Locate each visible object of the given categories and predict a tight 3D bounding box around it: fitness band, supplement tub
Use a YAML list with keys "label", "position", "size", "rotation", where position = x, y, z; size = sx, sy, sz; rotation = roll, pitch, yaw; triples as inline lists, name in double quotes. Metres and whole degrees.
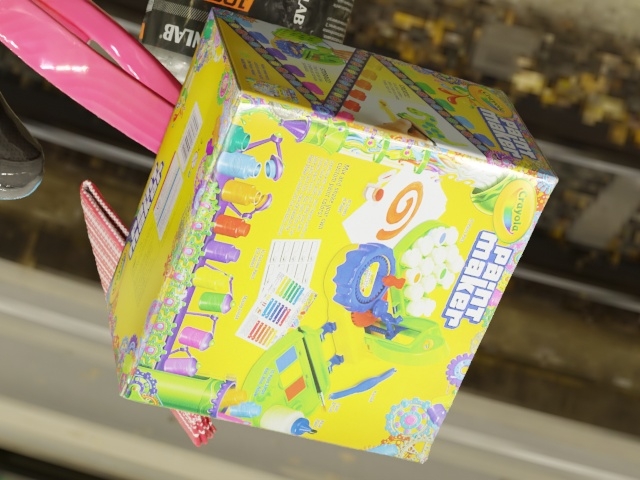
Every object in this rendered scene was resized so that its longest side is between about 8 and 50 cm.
- label: "fitness band"
  position: [-0.208, -0.164, 1.647]
  size: [0.209, 0.054, 0.291]
  rotation: [49, -170, 36]
- label: "supplement tub"
  position: [-0.068, -0.260, 1.951]
  size: [0.207, 0.338, 0.207]
  rotation: [14, -176, -1]

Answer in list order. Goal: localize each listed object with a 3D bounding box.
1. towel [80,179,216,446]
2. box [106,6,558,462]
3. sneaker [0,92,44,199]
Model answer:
- label: "towel"
  position: [-0.179, 0.080, 1.983]
  size: [0.199, 0.031, 0.275]
  rotation: [50, 161, 30]
- label: "box"
  position: [0.000, 0.000, 1.590]
  size: [0.279, 0.290, 0.177]
  rotation: [15, -155, -19]
- label: "sneaker"
  position: [-0.377, -0.182, 1.802]
  size: [0.139, 0.125, 0.341]
  rotation: [-39, 105, 22]
